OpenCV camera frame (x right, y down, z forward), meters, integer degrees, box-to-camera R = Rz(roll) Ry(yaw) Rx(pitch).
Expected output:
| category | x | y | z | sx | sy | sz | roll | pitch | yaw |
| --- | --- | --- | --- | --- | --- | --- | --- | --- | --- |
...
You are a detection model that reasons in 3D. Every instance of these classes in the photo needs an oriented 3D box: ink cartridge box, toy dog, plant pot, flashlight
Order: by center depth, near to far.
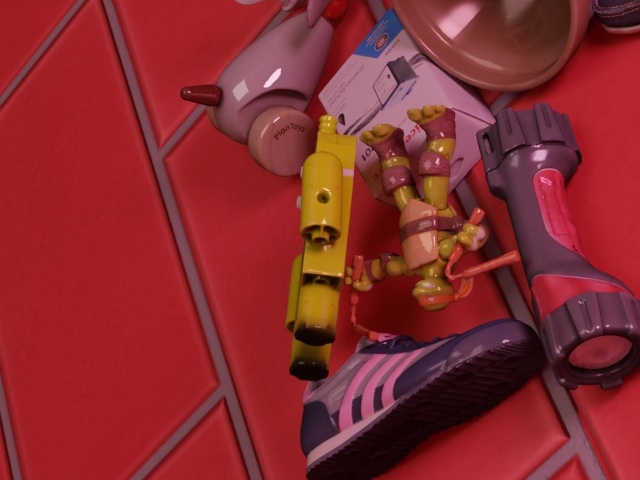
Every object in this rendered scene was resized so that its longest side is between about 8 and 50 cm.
| category | x | y | z | sx | sy | sz | roll | pitch | yaw |
| --- | --- | --- | --- | --- | --- | --- | --- | --- | --- |
| flashlight | 0.237 | -0.003 | 1.797 | 0.103 | 0.103 | 0.304 | -44 | 39 | 35 |
| plant pot | 0.189 | -0.282 | 1.934 | 0.237 | 0.237 | 0.110 | -13 | 22 | 47 |
| ink cartridge box | 0.095 | -0.139 | 2.042 | 0.140 | 0.082 | 0.191 | -50 | 40 | 22 |
| toy dog | -0.059 | -0.247 | 2.209 | 0.220 | 0.161 | 0.334 | 0 | 74 | 51 |

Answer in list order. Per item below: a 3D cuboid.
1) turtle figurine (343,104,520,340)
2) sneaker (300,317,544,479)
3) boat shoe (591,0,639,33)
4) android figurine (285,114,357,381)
| category | x | y | z | sx | sy | sz | roll | pitch | yaw |
| --- | --- | --- | --- | --- | --- | --- | --- | --- | --- |
| turtle figurine | 0.114 | -0.021 | 1.882 | 0.269 | 0.087 | 0.217 | -27 | 66 | 54 |
| sneaker | 0.088 | 0.131 | 1.890 | 0.319 | 0.112 | 0.131 | -34 | 52 | 35 |
| boat shoe | 0.353 | -0.281 | 1.797 | 0.254 | 0.079 | 0.095 | -25 | 55 | 42 |
| android figurine | 0.000 | 0.000 | 1.954 | 0.248 | 0.056 | 0.273 | 98 | 177 | -62 |
